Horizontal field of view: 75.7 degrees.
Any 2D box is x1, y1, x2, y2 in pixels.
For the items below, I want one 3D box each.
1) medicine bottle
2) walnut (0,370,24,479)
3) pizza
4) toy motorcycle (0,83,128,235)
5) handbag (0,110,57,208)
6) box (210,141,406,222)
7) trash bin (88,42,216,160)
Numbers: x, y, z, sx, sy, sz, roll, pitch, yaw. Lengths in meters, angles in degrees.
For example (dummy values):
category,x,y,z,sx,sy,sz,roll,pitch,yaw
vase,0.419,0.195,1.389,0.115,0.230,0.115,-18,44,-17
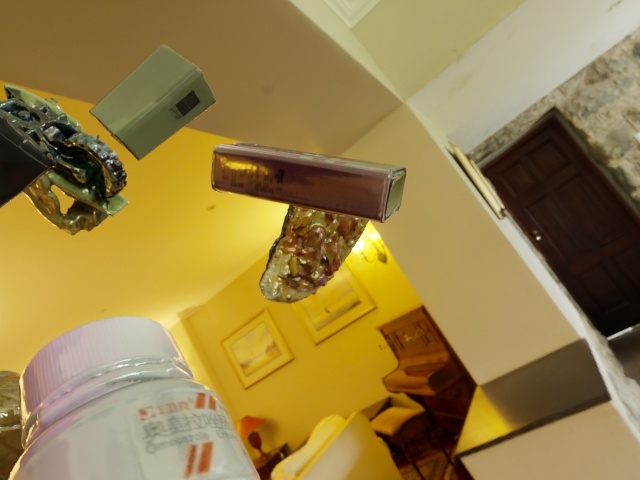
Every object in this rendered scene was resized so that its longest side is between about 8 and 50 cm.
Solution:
category,x,y,z,sx,sy,sz,roll,pitch,yaw
medicine bottle,-0.223,0.263,0.487,0.241,0.302,0.241,-24,-42,-24
walnut,-0.565,0.335,0.716,0.228,0.228,0.228,-30,-13,-7
pizza,0.000,0.000,1.004,0.409,0.114,0.277,-36,-43,-47
toy motorcycle,-0.557,-0.166,0.803,0.168,0.410,0.237,-58,-7,-42
handbag,-0.548,-0.114,0.567,0.247,0.080,0.223,-39,-34,-5
box,-0.012,-0.078,0.522,0.120,0.224,0.069,-32,-49,-68
trash bin,-0.152,-0.123,0.374,0.092,0.061,0.043,-46,-23,-11
